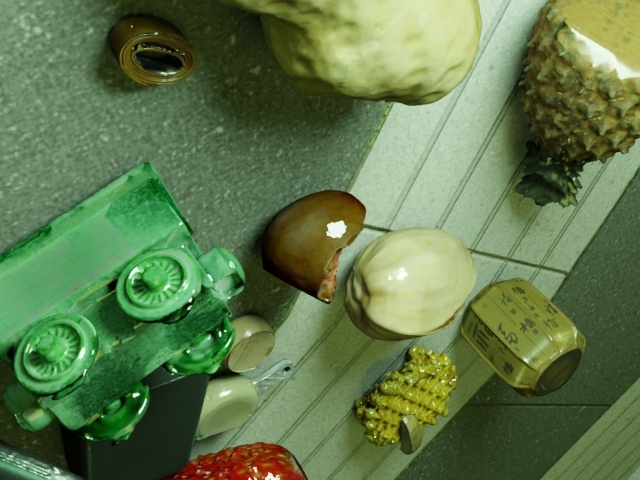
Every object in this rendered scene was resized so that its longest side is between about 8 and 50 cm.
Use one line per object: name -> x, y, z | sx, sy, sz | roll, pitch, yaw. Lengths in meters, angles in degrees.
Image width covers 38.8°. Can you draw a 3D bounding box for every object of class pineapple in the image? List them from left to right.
pineapple -> 0.341, -0.165, 1.200 | 0.202, 0.202, 0.362 | -24, 151, -22

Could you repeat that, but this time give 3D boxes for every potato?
potato -> 0.159, 0.331, 1.537 | 0.037, 0.036, 0.093 | -21, 136, -20

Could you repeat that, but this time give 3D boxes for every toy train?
toy train -> -0.211, 0.071, 0.919 | 0.266, 0.202, 0.145 | -34, 144, -9

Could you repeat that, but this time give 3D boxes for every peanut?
peanut -> 0.010, -0.238, 0.838 | 0.192, 0.170, 0.387 | -47, 140, 15

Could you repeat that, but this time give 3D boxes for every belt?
belt -> -0.158, -0.177, 0.856 | 0.083, 0.036, 0.059 | 8, 128, -45

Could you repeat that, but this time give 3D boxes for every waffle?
waffle -> 0.147, 0.264, 1.553 | 0.193, 0.070, 0.197 | -28, 139, -17

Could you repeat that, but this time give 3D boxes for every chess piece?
chess piece -> -0.101, 0.139, 1.226 | 0.083, 0.038, 0.084 | -25, 139, -24

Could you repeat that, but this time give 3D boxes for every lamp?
lamp -> 0.336, 0.160, 1.515 | 0.161, 0.185, 0.161 | -25, 139, -24

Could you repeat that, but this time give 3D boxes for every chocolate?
chocolate -> 0.000, 0.000, 1.109 | 0.127, 0.124, 0.133 | 32, 84, -36

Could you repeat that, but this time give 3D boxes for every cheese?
cheese -> -0.115, 0.225, 1.292 | 0.171, 0.047, 0.092 | -17, 138, -30

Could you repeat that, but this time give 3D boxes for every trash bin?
trash bin -> -0.233, 0.206, 1.115 | 0.165, 0.115, 0.226 | -16, 139, -29

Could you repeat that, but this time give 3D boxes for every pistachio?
pistachio -> 0.131, 0.060, 1.260 | 0.229, 0.157, 0.157 | -17, 139, -47

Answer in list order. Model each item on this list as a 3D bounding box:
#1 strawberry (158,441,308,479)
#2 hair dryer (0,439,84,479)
strawberry -> -0.163, 0.402, 1.226 | 0.351, 0.312, 0.267 | -42, 120, 11
hair dryer -> -0.390, 0.235, 0.898 | 0.302, 0.116, 0.244 | 27, 116, -7
